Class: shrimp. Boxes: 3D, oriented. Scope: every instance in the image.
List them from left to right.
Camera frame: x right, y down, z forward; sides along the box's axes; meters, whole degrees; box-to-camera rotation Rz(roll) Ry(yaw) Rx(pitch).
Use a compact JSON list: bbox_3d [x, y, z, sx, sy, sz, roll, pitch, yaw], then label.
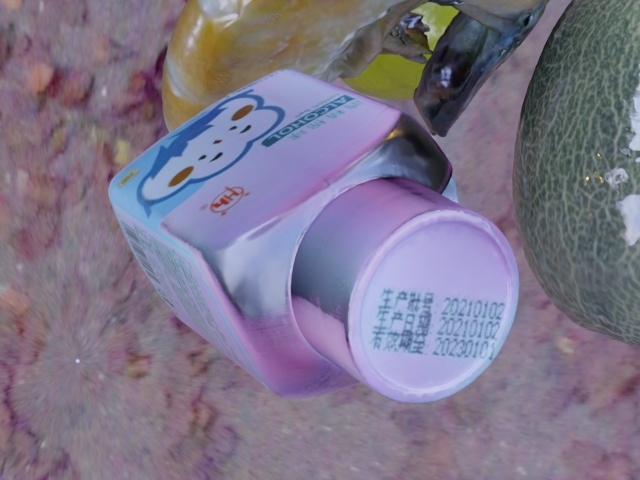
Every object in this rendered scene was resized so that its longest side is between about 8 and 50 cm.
[{"bbox_3d":[0.017,-0.094,0.935,0.272,0.445,0.085,-19,68,-17],"label":"shrimp"}]

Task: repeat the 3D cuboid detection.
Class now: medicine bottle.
[{"bbox_3d":[0.000,0.000,0.601,0.119,0.188,0.094,-35,120,-16],"label":"medicine bottle"}]

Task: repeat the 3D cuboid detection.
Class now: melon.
[{"bbox_3d":[0.255,-0.072,0.932,0.237,0.237,0.301,17,92,-8],"label":"melon"}]

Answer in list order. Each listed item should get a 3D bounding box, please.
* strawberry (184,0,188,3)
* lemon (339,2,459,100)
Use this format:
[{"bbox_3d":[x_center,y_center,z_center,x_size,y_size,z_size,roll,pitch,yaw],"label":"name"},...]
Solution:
[{"bbox_3d":[-0.051,-0.216,1.109,0.098,0.174,0.228,-28,64,-33],"label":"strawberry"},{"bbox_3d":[0.094,-0.228,1.299,0.248,0.184,0.184,-20,89,20],"label":"lemon"}]
